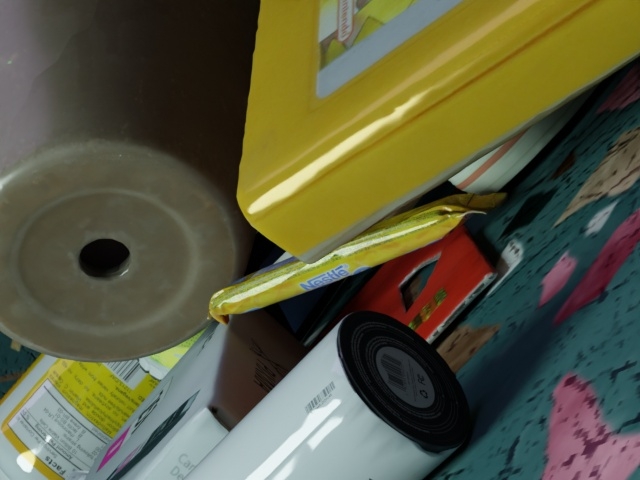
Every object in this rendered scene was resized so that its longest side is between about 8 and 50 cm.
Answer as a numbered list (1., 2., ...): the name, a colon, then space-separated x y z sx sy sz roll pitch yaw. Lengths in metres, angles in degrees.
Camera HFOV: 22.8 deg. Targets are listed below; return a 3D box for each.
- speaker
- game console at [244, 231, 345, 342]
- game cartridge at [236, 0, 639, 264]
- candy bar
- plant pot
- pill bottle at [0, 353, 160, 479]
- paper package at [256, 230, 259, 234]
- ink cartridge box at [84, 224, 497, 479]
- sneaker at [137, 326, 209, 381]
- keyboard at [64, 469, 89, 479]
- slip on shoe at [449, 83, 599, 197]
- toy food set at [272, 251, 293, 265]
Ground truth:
1. speaker: -0.014 0.085 0.523 0.136 0.055 0.055 -47 5 29
2. game console: 0.000 0.000 0.959 0.071 0.107 0.122 -5 34 38
3. game cartridge: 0.101 -0.172 0.669 0.323 0.052 0.285 -35 33 31
4. candy bar: 0.014 0.007 0.758 0.161 0.018 0.040 -22 6 28
5. plant pot: -0.123 -0.062 0.896 0.263 0.263 0.229 -47 31 25
6. pill bottle: -0.175 0.134 1.188 0.208 0.117 0.117 -49 5 2
7. paper package: -0.024 -0.191 1.126 0.309 0.325 0.168 -48 5 12
8. ink cartridge box: -0.028 0.067 0.762 0.239 0.060 0.275 -50 5 6
9. sneaker: -0.092 0.022 1.064 0.208 0.081 0.094 -129 35 -55
10. keyboard: -0.197 0.237 1.009 0.072 0.014 0.256 -5 33 35
11. slip on shoe: 0.135 -0.162 0.824 0.331 0.101 0.123 -51 4 -31
12. toy food set: 0.042 -0.075 0.881 0.218 0.071 0.128 -35 -7 -41
